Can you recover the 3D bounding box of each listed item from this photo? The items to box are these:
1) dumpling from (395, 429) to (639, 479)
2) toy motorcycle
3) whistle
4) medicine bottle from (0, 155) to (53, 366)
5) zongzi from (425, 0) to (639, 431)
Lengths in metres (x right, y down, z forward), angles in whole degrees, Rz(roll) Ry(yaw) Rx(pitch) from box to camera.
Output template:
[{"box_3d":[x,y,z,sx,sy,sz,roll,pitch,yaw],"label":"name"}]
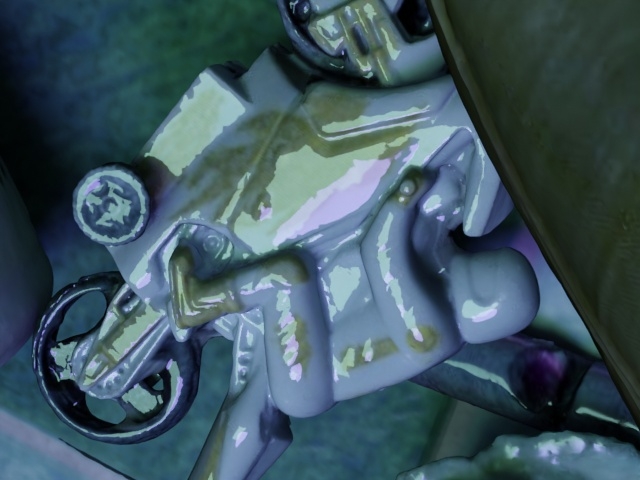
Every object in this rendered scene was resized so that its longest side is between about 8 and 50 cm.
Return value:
[{"box_3d":[0.090,0.165,0.717,0.149,0.105,0.216,12,120,22],"label":"dumpling"},{"box_3d":[0.000,0.000,0.682,0.151,0.074,0.228,35,102,5],"label":"toy motorcycle"},{"box_3d":[0.053,0.042,0.719,0.176,0.033,0.033,19,122,17],"label":"whistle"},{"box_3d":[-0.259,-0.099,0.697,0.211,0.211,0.371,-13,108,32],"label":"medicine bottle"},{"box_3d":[0.105,-0.050,0.599,0.447,0.181,0.418,57,163,18],"label":"zongzi"}]
